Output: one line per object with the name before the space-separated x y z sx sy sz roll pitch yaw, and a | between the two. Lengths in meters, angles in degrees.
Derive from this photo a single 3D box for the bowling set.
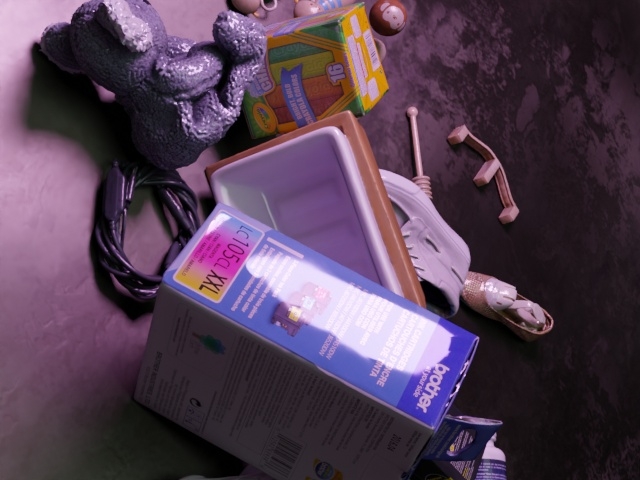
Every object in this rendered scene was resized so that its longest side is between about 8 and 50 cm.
bowling set | 0.008 -0.289 1.771 0.154 0.200 0.287 -41 102 -43

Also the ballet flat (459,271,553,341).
ballet flat | 0.303 0.100 2.017 0.206 0.067 0.073 29 57 -35

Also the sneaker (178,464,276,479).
sneaker | -0.085 0.332 1.477 0.305 0.152 0.114 -17 112 -46

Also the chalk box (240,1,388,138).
chalk box | -0.038 -0.224 1.679 0.132 0.213 0.132 -52 128 -63

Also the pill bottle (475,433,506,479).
pill bottle | 0.226 0.354 1.831 0.094 0.094 0.169 17 65 -41

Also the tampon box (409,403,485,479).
tampon box | 0.130 0.280 1.741 0.161 0.120 0.101 46 48 -24

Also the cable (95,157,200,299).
cable | -0.212 -0.009 1.561 0.150 0.047 0.184 21 58 -45

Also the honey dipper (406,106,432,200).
honey dipper | 0.152 -0.138 1.980 0.030 0.030 0.161 11 65 -43

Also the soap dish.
soap dish | 0.000 0.000 1.646 0.118 0.229 0.291 -23 93 -63

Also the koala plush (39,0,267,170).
koala plush | -0.216 -0.216 1.525 0.221 0.196 0.203 34 64 -37

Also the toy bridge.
toy bridge | 0.281 -0.115 2.101 0.188 0.026 0.063 55 44 -17

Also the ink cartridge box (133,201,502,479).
ink cartridge box | 0.002 0.165 1.428 0.395 0.270 0.151 29 53 6

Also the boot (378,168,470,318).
boot | 0.134 0.009 1.856 0.258 0.095 0.123 39 45 -30
